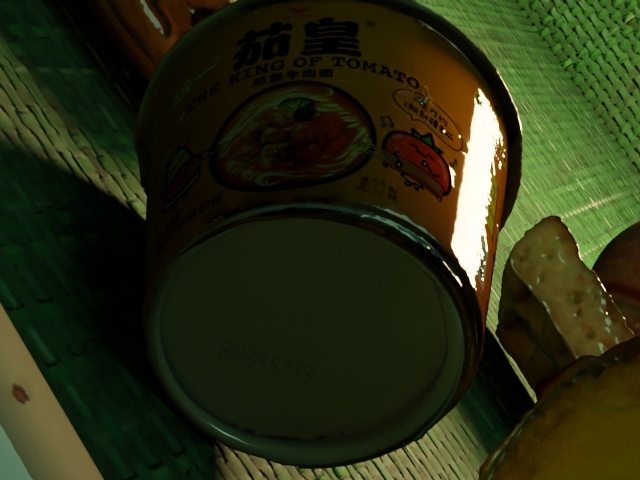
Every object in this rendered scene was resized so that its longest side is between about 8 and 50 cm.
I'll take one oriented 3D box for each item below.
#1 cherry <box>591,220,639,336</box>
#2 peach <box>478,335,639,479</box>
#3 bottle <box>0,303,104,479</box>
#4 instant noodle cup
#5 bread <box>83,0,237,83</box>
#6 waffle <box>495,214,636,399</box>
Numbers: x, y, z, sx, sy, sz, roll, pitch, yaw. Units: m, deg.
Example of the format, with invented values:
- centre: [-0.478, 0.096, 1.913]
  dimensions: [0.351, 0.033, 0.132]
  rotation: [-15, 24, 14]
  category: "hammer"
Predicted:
- centre: [0.370, 0.086, 1.740]
  dimensions: [0.285, 0.213, 0.236]
  rotation: [46, 24, -56]
  category: "cherry"
- centre: [0.224, 0.168, 1.034]
  dimensions: [0.338, 0.281, 0.281]
  rotation: [2, 44, -25]
  category: "peach"
- centre: [-0.161, 0.027, 0.569]
  dimensions: [0.233, 0.110, 0.110]
  rotation: [57, 16, 13]
  category: "bottle"
- centre: [0.000, 0.000, 0.927]
  dimensions: [0.216, 0.216, 0.172]
  rotation: [46, 27, -25]
  category: "instant noodle cup"
- centre: [-0.072, -0.140, 1.188]
  dimensions: [0.210, 0.099, 0.235]
  rotation: [54, 11, -5]
  category: "bread"
- centre: [0.221, 0.128, 1.402]
  dimensions: [0.274, 0.057, 0.168]
  rotation: [60, -11, 19]
  category: "waffle"
